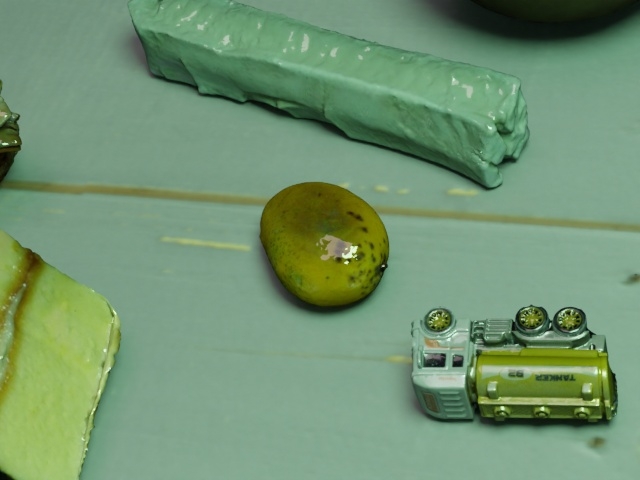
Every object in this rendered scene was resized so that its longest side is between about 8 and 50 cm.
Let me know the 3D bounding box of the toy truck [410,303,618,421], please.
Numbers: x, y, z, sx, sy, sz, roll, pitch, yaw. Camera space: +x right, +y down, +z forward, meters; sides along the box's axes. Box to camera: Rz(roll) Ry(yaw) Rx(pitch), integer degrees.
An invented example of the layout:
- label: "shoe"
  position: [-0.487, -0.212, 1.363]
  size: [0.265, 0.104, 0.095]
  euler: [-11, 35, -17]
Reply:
- label: "toy truck"
  position: [0.114, 0.077, 0.981]
  size: [0.123, 0.052, 0.063]
  euler: [-1, 54, 15]

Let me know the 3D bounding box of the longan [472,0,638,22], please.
- label: "longan"
  position: [0.174, -0.270, 1.170]
  size: [0.248, 0.248, 0.248]
  euler: [-9, 47, 10]

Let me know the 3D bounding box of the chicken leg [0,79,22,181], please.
- label: "chicken leg"
  position: [-0.290, -0.048, 1.163]
  size: [0.125, 0.080, 0.196]
  euler: [-18, 14, 48]

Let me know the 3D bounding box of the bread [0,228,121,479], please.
- label: "bread"
  position: [-0.275, 0.110, 1.084]
  size: [0.264, 0.163, 0.168]
  euler: [-30, 36, 41]

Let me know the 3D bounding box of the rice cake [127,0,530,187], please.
- label: "rice cake"
  position: [-0.003, -0.119, 1.189]
  size: [0.336, 0.066, 0.063]
  euler: [21, 58, 33]

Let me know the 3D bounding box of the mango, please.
- label: "mango"
  position: [0.000, 0.000, 1.088]
  size: [0.079, 0.057, 0.114]
  euler: [-37, 40, -12]
